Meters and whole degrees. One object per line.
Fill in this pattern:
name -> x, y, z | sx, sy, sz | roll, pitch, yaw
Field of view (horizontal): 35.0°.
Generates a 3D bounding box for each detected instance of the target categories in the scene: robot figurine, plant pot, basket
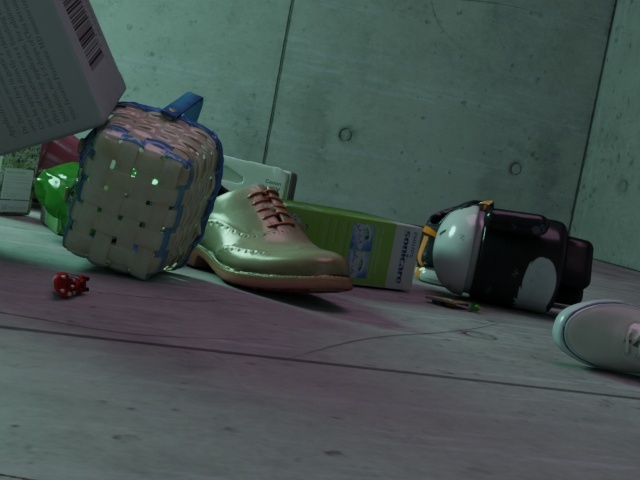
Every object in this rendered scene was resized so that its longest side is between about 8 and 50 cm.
robot figurine -> 0.342, 0.031, 1.822 | 0.278, 0.209, 0.173 | 11, 18, 6
plant pot -> -0.556, -0.154, 2.080 | 0.180, 0.201, 0.201 | 25, -2, -26
basket -> -0.245, -0.083, 1.453 | 0.201, 0.255, 0.289 | 22, 13, 4

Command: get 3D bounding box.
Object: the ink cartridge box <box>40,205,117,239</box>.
ink cartridge box -> -0.362, -0.032, 1.789 | 0.235, 0.056, 0.171 | 6, 6, -25

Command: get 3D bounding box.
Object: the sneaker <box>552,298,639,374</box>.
sneaker -> 0.428, 0.132, 1.298 | 0.258, 0.094, 0.091 | 10, 0, -11

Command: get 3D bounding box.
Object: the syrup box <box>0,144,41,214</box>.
syrup box -> -0.570, -0.169, 1.827 | 0.096, 0.237, 0.093 | 13, 6, 26

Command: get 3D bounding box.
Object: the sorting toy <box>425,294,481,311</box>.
sorting toy -> 0.222, 0.104, 1.676 | 0.083, 0.012, 0.062 | 10, -2, 42

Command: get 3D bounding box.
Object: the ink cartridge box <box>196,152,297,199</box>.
ink cartridge box -> -0.206, -0.103, 2.252 | 0.279, 0.160, 0.385 | 12, 2, 1

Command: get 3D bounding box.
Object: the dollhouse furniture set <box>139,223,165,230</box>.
dollhouse furniture set -> -0.324, -0.047, 2.004 | 0.076, 0.059, 0.151 | 12, 5, 12

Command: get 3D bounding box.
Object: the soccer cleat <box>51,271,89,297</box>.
soccer cleat -> -0.289, 0.049, 1.139 | 0.035, 0.029, 0.083 | 2, 0, 10

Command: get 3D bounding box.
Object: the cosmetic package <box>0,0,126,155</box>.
cosmetic package -> -0.523, -0.220, 1.368 | 0.453, 0.230, 0.161 | -15, 25, 8

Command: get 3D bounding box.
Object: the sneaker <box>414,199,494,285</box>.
sneaker -> 0.353, 0.017, 1.989 | 0.321, 0.180, 0.124 | 10, 5, -1

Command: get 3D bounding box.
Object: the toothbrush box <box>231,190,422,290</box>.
toothbrush box -> 0.000, 0.000, 1.773 | 0.283, 0.122, 0.206 | 6, 6, -33

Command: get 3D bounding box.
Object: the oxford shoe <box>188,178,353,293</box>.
oxford shoe -> -0.095, -0.010, 1.521 | 0.140, 0.146, 0.397 | 7, 6, -43

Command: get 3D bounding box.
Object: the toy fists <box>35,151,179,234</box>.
toy fists -> -0.319, -0.072, 1.660 | 0.142, 0.096, 0.279 | 25, 26, 37
